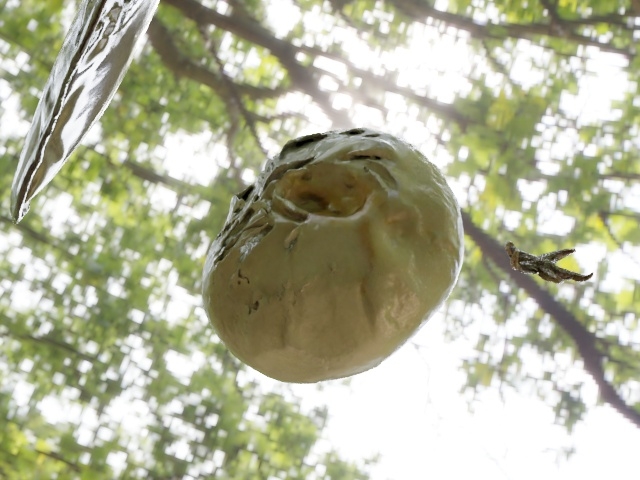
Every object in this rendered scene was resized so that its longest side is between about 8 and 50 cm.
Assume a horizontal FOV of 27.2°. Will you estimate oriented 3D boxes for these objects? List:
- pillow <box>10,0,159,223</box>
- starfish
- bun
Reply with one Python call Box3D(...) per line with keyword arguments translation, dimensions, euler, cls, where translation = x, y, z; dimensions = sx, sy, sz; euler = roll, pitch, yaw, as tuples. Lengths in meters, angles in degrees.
Box3D(translation=(-0.112, -0.094, 0.664), dimensions=(0.033, 0.130, 0.217), euler=(30, -36, -8), cls="pillow")
Box3D(translation=(0.225, 0.023, 1.309), dimensions=(0.091, 0.078, 0.028), euler=(20, -65, 7), cls="starfish")
Box3D(translation=(0.000, 0.000, 1.301), dimensions=(0.287, 0.287, 0.146), euler=(-6, -38, 27), cls="bun")
